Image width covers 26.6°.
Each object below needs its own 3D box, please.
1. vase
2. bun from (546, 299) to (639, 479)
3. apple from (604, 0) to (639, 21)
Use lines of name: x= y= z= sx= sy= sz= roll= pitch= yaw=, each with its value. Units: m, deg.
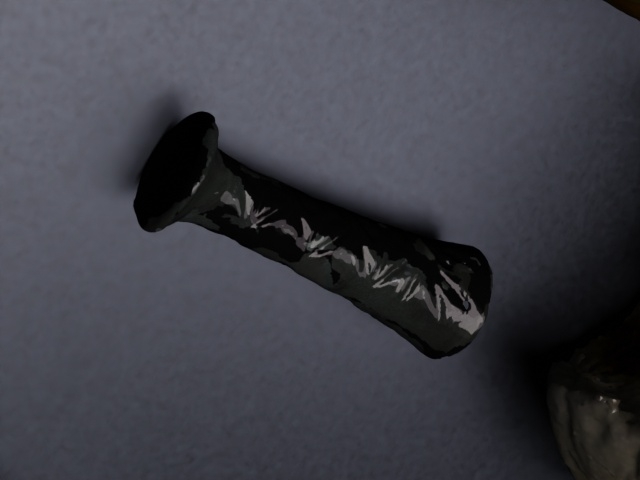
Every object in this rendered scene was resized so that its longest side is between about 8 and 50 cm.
vase: x=0.000 y=0.000 z=0.619 sx=0.167 sy=0.059 sz=0.059 roll=25 pitch=100 yaw=-29
bun: x=0.268 y=0.081 z=0.680 sx=0.281 sy=0.205 sz=0.281 roll=-10 pitch=116 yaw=-21
apple: x=0.227 y=-0.228 z=0.455 sx=0.384 sy=0.374 sz=0.374 roll=11 pitch=107 yaw=-15
